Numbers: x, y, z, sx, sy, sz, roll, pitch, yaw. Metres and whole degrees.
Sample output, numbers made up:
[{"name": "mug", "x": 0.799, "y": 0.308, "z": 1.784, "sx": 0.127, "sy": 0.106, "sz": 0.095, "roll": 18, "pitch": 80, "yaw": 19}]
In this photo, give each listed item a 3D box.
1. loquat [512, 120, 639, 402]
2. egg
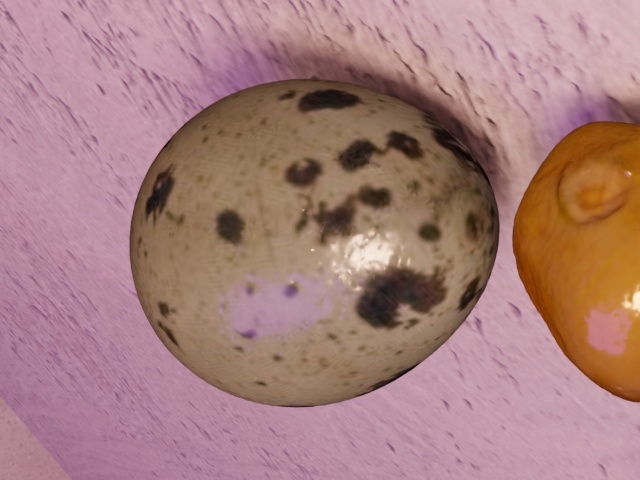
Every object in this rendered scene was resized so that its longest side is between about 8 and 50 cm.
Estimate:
[{"name": "loquat", "x": 0.151, "y": 0.011, "z": 0.780, "sx": 0.137, "sy": 0.113, "sz": 0.137, "roll": 40, "pitch": -168, "yaw": -10}, {"name": "egg", "x": 0.000, "y": 0.000, "z": 0.930, "sx": 0.228, "sy": 0.177, "sz": 0.177, "roll": -7, "pitch": 131, "yaw": 47}]
